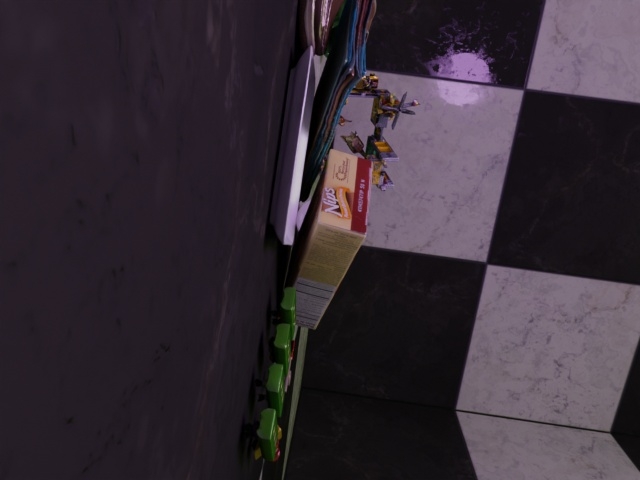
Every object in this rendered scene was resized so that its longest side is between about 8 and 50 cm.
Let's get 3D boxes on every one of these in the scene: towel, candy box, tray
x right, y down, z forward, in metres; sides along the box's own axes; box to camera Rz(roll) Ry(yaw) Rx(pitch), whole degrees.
[{"bbox_3d":[0.022,-0.265,0.927,0.370,0.040,0.271,118,-16,-60],"label":"towel"},{"bbox_3d":[0.003,0.009,0.981,0.316,0.087,0.183,113,-10,-49],"label":"candy box"},{"bbox_3d":[-0.040,-0.128,0.762,0.145,0.030,0.270,35,63,-87],"label":"tray"}]

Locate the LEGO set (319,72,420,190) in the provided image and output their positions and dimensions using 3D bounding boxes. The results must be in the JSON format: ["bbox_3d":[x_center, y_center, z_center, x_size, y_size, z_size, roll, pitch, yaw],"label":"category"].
[{"bbox_3d":[0.112,-0.280,1.456,0.192,0.255,0.331,-109,-151,-55],"label":"LEGO set"}]

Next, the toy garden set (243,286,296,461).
[{"bbox_3d":[-0.080,0.232,0.858,0.204,0.049,0.244,93,4,-52],"label":"toy garden set"}]

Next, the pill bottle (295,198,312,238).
[{"bbox_3d":[0.000,0.000,1.237,0.208,0.119,0.119,95,3,-63],"label":"pill bottle"}]

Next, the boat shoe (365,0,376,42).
[{"bbox_3d":[0.095,-0.630,1.562,0.324,0.123,0.116,87,13,-73],"label":"boat shoe"}]

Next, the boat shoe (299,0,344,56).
[{"bbox_3d":[0.028,-0.389,0.734,0.095,0.095,0.257,-68,166,-83],"label":"boat shoe"}]

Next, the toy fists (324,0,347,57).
[{"bbox_3d":[0.061,-0.546,1.171,0.279,0.096,0.142,96,18,-50],"label":"toy fists"}]
